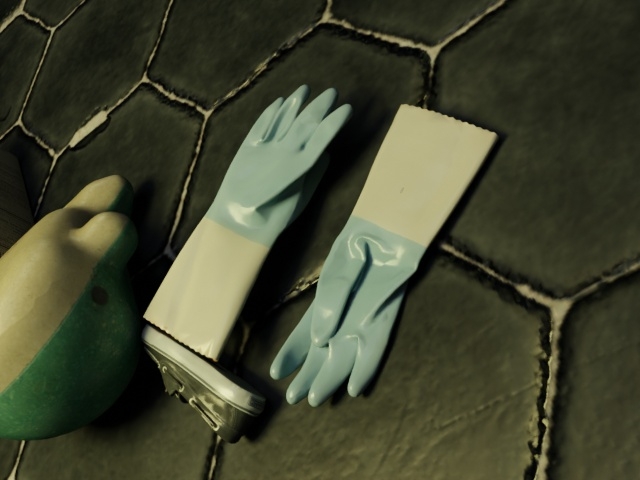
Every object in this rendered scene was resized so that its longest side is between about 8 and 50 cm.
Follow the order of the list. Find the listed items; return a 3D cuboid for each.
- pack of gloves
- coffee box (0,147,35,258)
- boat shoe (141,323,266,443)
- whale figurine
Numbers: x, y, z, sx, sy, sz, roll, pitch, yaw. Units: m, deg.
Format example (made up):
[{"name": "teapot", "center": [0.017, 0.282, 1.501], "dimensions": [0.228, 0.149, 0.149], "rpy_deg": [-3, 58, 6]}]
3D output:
[{"name": "pack of gloves", "center": [0.000, 0.000, 0.617], "dimensions": [0.195, 0.046, 0.232], "rpy_deg": [25, 82, 32]}, {"name": "coffee box", "center": [-0.401, -0.002, 0.916], "dimensions": [0.141, 0.098, 0.246], "rpy_deg": [-44, 44, 12]}, {"name": "boat shoe", "center": [-0.098, 0.105, 0.625], "dimensions": [0.142, 0.049, 0.040], "rpy_deg": [25, 84, 44]}, {"name": "whale figurine", "center": [-0.217, 0.055, 0.721], "dimensions": [0.216, 0.141, 0.272], "rpy_deg": [-37, 22, 26]}]
